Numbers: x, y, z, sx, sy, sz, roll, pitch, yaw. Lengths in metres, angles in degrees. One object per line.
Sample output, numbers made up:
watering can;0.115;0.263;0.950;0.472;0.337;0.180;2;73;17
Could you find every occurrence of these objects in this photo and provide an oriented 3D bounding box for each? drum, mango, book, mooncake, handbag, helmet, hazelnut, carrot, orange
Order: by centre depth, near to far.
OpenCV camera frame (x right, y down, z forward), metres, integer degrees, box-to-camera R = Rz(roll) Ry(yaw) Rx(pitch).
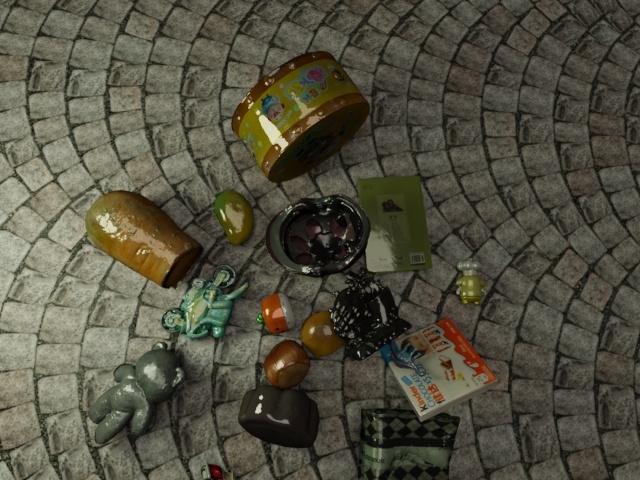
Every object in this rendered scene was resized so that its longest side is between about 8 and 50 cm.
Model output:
mooncake;-0.122;0.530;1.377;0.245;0.244;0.133;12;55;0
handbag;0.274;0.732;1.389;0.317;0.180;0.415;8;75;-14
hazelnut;-0.111;0.392;1.459;0.151;0.150;0.150;1;77;-3
carrot;-0.572;-0.008;1.479;0.341;0.224;0.224;38;78;2
drum;-0.060;-0.393;1.497;0.431;0.431;0.214;-33;84;-10
orange;0.017;0.298;1.504;0.160;0.112;0.169;20;65;2
helmet;0.000;0.000;1.523;0.339;0.197;0.270;-19;70;0
mango;-0.293;-0.084;1.587;0.122;0.085;0.190;-27;89;-19
book;0.263;-0.059;1.633;0.240;0.035;0.351;-4;77;-6

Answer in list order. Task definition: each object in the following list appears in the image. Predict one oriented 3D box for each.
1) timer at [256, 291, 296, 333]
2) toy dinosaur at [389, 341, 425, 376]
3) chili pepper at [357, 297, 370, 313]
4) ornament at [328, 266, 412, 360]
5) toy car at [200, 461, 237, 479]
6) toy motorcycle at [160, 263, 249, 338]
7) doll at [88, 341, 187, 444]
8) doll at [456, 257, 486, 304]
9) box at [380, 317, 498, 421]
timer;-0.151;0.244;1.506;0.136;0.099;0.136;2;65;-3
toy dinosaur;0.267;0.365;1.444;0.080;0.197;0.045;-45;127;-12
chili pepper;0.158;0.242;1.548;0.182;0.050;0.073;28;56;-5
ornament;0.134;0.223;1.474;0.251;0.106;0.260;-30;81;-24
toy car;-0.308;0.751;1.387;0.112;0.112;0.139;7;86;-18
toy motorcycle;-0.365;0.219;1.499;0.198;0.109;0.296;42;80;4
doll;-0.559;0.475;1.427;0.340;0.158;0.246;-49;52;2
doll;0.520;0.140;1.587;0.106;0.062;0.162;4;77;-7
box;0.365;0.397;1.449;0.265;0.048;0.273;-23;41;-8
